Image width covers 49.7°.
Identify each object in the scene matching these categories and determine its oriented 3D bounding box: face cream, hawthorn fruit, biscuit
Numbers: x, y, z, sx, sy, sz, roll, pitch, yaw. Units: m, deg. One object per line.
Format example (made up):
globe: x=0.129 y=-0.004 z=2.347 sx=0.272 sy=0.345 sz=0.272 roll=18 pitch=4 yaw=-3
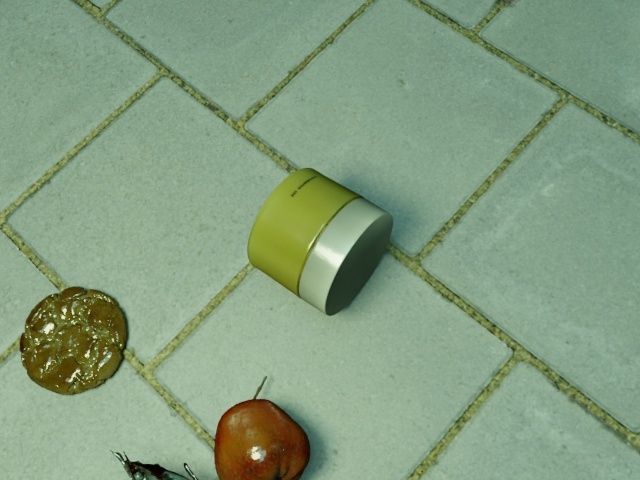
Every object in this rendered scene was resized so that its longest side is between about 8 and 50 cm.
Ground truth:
face cream: x=0.000 y=0.000 z=1.270 sx=0.179 sy=0.218 sz=0.218 roll=32 pitch=75 yaw=19
hawthorn fruit: x=-0.113 y=0.336 z=1.192 sx=0.162 sy=0.162 sz=0.203 roll=-28 pitch=51 yaw=-5
biscuit: x=-0.484 y=0.191 z=1.350 sx=0.226 sy=0.042 sz=0.226 roll=-3 pitch=67 yaw=7

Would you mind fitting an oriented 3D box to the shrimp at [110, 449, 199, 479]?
shrimp: x=-0.190 y=0.485 z=1.098 sx=0.410 sy=0.221 sz=0.166 roll=23 pitch=92 yaw=21
